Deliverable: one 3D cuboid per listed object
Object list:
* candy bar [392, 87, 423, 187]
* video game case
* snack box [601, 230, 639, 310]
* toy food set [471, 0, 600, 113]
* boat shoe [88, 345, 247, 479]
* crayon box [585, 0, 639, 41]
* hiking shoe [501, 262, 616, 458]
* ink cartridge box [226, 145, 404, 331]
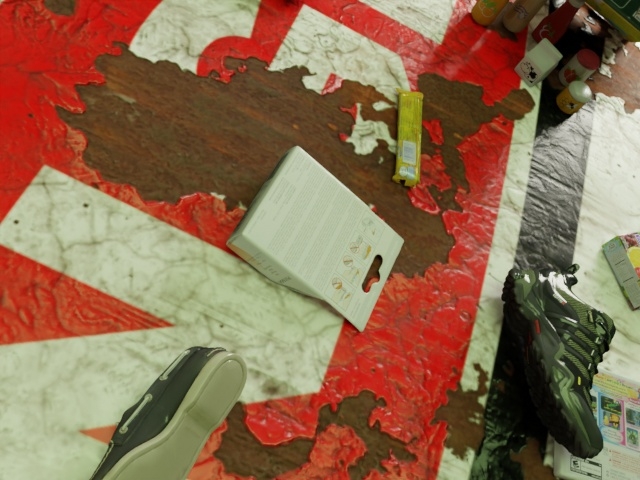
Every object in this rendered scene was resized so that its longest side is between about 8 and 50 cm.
[{"bbox_3d":[0.116,-0.141,0.879,0.040,0.018,0.162,12,61,-11],"label":"candy bar"},{"bbox_3d":[0.346,0.225,0.777,0.157,0.019,0.143,20,58,-10],"label":"video game case"},{"bbox_3d":[0.469,0.034,0.912,0.141,0.037,0.100,-7,68,-24],"label":"snack box"},{"bbox_3d":[0.352,-0.316,1.009,0.111,0.104,0.232,-32,78,-31],"label":"toy food set"},{"bbox_3d":[-0.151,0.179,0.599,0.064,0.075,0.206,15,54,39],"label":"boat shoe"},{"bbox_3d":[0.442,-0.398,1.013,0.202,0.081,0.318,42,24,2],"label":"crayon box"},{"bbox_3d":[0.289,0.125,0.748,0.114,0.086,0.227,-10,63,-2],"label":"hiking shoe"},{"bbox_3d":[0.000,0.000,0.760,0.179,0.045,0.145,41,55,-19],"label":"ink cartridge box"}]
